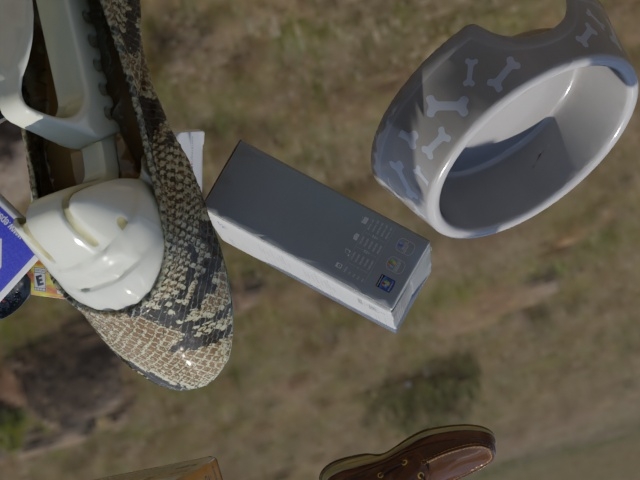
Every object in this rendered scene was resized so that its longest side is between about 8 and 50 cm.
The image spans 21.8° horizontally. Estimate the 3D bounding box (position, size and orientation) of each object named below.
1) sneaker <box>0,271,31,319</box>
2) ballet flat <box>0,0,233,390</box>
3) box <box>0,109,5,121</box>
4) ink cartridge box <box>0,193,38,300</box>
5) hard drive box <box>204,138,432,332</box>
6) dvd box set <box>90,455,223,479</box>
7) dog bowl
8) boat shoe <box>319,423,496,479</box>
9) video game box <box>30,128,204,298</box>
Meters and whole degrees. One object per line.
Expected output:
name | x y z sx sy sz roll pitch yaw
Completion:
sneaker | -0.450 0.010 2.019 0.313 0.136 0.116 3 142 42
ballet flat | -0.210 -0.094 1.436 0.164 0.483 0.182 -16 177 23
box | -0.454 -0.113 1.870 0.220 0.051 0.175 -31 -172 -31
ink cartridge box | -0.437 0.016 1.425 0.307 0.303 0.072 -48 -144 -10
hard drive box | 0.000 0.000 1.808 0.089 0.232 0.181 -61 172 -7
dvd box set | -0.345 0.394 2.115 0.307 0.062 0.420 -15 -174 25
dog bowl | 0.234 -0.140 2.016 0.348 0.102 0.349 -26 150 -17
boat shoe | 0.086 0.228 1.584 0.178 0.060 0.064 -19 132 10
video game box | -0.214 -0.027 1.730 0.205 0.187 0.048 5 -175 32
